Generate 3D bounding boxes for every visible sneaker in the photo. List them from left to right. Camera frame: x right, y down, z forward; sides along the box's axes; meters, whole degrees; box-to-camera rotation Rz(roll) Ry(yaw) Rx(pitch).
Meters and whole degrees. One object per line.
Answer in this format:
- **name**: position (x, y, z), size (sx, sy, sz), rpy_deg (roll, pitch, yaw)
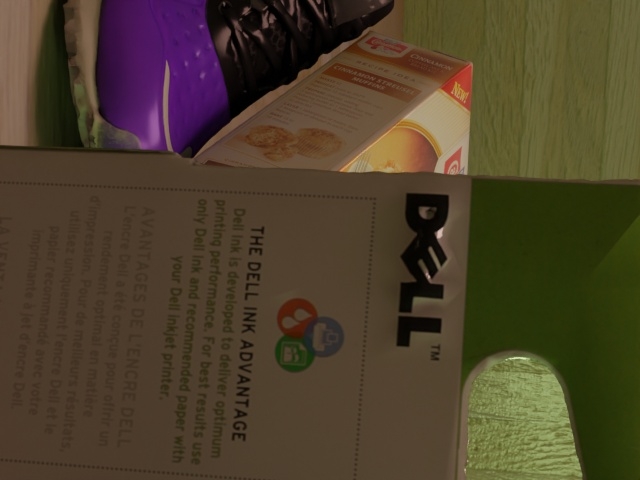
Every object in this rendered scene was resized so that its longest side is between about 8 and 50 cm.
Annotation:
- **sneaker**: position (-0.035, -0.128, 0.669), size (0.293, 0.146, 0.102), rpy_deg (-77, 167, -50)

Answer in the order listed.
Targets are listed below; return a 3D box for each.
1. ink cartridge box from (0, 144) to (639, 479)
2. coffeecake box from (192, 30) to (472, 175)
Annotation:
- **ink cartridge box**: position (-0.034, 0.075, 0.378), size (0.097, 0.255, 0.188), rpy_deg (56, 37, -75)
- **coffeecake box**: position (0.000, 0.000, 0.645), size (0.185, 0.068, 0.142), rpy_deg (-41, 142, -38)
